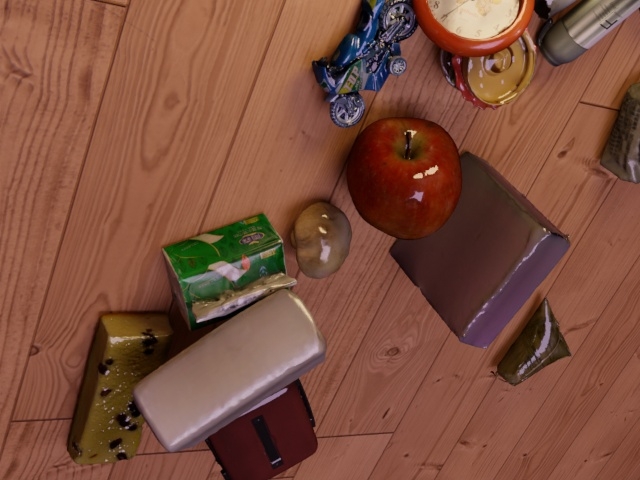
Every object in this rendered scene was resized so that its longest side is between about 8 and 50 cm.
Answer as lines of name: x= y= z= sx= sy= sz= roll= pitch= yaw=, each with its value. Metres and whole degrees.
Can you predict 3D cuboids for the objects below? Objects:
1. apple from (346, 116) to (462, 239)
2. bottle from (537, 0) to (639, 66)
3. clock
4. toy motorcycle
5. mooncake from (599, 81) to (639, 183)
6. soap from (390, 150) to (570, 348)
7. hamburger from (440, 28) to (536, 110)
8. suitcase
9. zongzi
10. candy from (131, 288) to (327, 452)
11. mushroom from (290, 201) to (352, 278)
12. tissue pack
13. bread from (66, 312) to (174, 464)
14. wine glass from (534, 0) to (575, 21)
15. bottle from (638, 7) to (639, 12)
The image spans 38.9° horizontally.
apple: x=0.151 y=-0.109 z=1.677 sx=0.229 sy=0.230 sz=0.230 roll=-16 pitch=132 yaw=-19
bottle: x=0.514 y=-0.428 z=1.679 sx=0.096 sy=0.079 sz=0.253 roll=40 pitch=128 yaw=-12
clock: x=0.256 y=-0.406 z=1.520 sx=0.205 sy=0.205 sz=0.051 roll=-30 pitch=173 yaw=-5
toy motorcycle: x=0.069 y=-0.319 z=1.544 sx=0.135 sy=0.092 sz=0.254 roll=25 pitch=102 yaw=-32
mooncake: x=0.757 y=-0.250 z=1.973 sx=0.250 sy=0.136 sz=0.254 roll=-18 pitch=134 yaw=-22
soap: x=0.310 y=0.014 z=1.817 sx=0.107 sy=0.296 sz=0.285 roll=16 pitch=118 yaw=-41
hamburger: x=0.295 y=-0.326 z=1.630 sx=0.175 sy=0.137 sz=0.175 roll=-6 pitch=110 yaw=-17
suitcase: x=-0.142 y=0.378 z=1.945 sx=0.236 sy=0.161 sz=0.297 roll=-27 pitch=134 yaw=-10
zongzi: x=0.515 y=0.261 z=2.286 sx=0.204 sy=0.094 sz=0.204 roll=-31 pitch=132 yaw=-4
candy: x=-0.158 y=0.245 z=1.704 sx=0.358 sy=0.145 sz=0.208 roll=-33 pitch=167 yaw=-1
mushroom: x=0.000 y=0.000 z=1.748 sx=0.148 sy=0.112 sz=0.148 roll=-44 pitch=143 yaw=-46
tissue pack: x=-0.164 y=0.075 z=1.685 sx=0.209 sy=0.156 sz=0.148 roll=-20 pitch=136 yaw=-17
bread: x=-0.398 y=0.301 z=1.788 sx=0.138 sy=0.077 sz=0.361 roll=1 pitch=125 yaw=-31
wine glass: x=0.451 y=-0.491 z=1.607 sx=0.204 sy=0.111 sz=0.111 roll=-40 pitch=135 yaw=2
bottle: x=0.604 y=-0.552 z=1.660 sx=0.093 sy=0.093 sz=0.330 roll=-36 pitch=135 yaw=0
